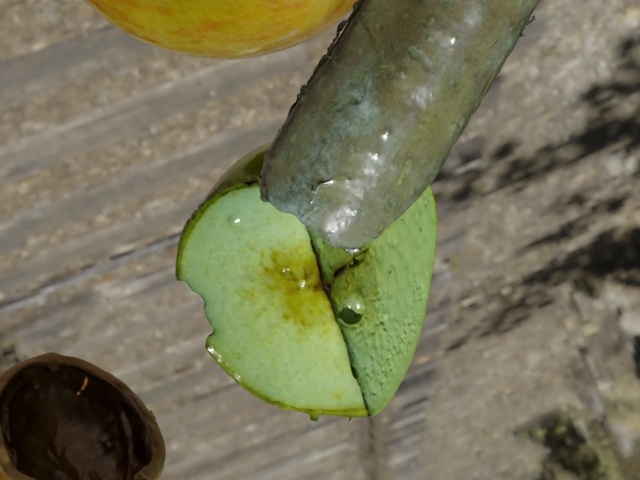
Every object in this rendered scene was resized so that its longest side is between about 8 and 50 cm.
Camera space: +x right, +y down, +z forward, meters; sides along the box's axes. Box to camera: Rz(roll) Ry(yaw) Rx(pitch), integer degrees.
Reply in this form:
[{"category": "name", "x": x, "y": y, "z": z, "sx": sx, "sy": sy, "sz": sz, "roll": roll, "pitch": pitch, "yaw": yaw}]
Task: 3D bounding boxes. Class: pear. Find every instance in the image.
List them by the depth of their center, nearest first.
[{"category": "pear", "x": 0.000, "y": 0.000, "z": 1.439, "sx": 0.159, "sy": 0.292, "sz": 0.292, "roll": 2, "pitch": -179, "yaw": 35}]

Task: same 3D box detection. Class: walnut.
[{"category": "walnut", "x": -0.239, "y": 0.206, "z": 1.422, "sx": 0.167, "sy": 0.211, "sz": 0.087, "roll": -1, "pitch": 127, "yaw": -22}]

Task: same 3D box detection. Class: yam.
[{"category": "yam", "x": 0.062, "y": -0.119, "z": 0.943, "sx": 0.259, "sy": 0.106, "sz": 0.106, "roll": -58, "pitch": 156, "yaw": 10}]

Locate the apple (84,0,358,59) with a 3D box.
[{"category": "apple", "x": -0.069, "y": -0.356, "z": 1.385, "sx": 0.400, "sy": 0.333, "sz": 0.400, "roll": -35, "pitch": 147, "yaw": -27}]
